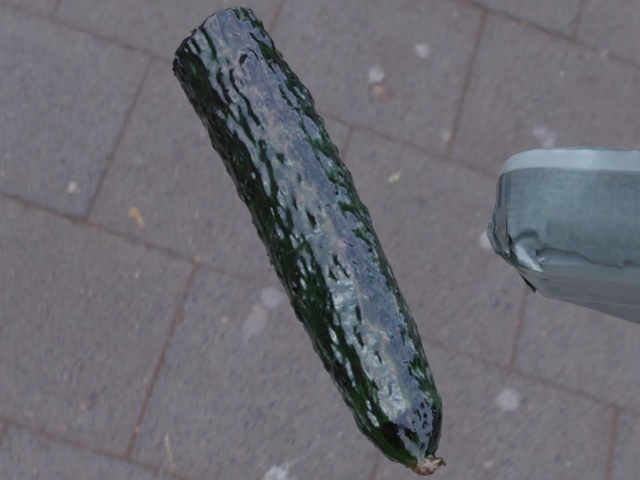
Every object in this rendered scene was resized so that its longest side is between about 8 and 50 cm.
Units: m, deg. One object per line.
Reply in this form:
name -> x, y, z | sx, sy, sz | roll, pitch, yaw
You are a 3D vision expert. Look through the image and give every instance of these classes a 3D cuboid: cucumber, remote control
cucumber -> 0.000, 0.000, 0.796 | 0.067, 0.067, 0.293 | -18, 66, -22
remote control -> 0.159, 0.006, 0.479 | 0.104, 0.247, 0.052 | 27, 77, -39
